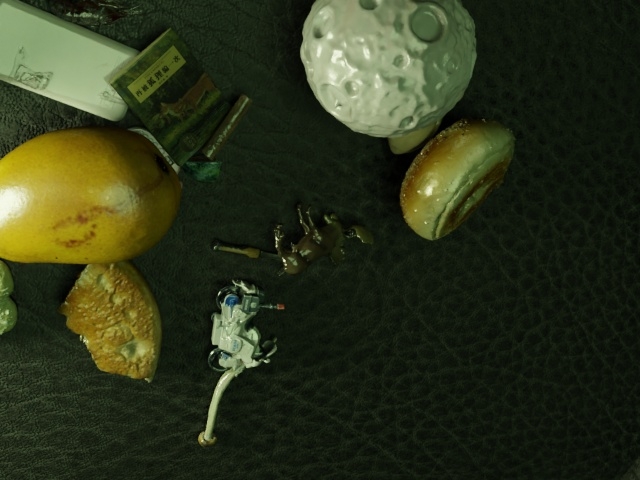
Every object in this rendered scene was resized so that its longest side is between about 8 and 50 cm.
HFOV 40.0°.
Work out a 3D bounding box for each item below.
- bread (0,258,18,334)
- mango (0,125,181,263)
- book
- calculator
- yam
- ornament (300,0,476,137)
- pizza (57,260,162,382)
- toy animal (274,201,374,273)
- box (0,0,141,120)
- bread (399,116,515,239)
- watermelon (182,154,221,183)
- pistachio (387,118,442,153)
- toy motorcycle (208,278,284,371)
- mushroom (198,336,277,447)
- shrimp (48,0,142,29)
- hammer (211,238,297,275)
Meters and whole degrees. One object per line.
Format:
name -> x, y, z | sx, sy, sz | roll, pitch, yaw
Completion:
bread -> -0.682, 0.133, 1.629 | 0.286, 0.056, 0.207 | -18, 126, 10
mango -> -0.446, -0.075, 1.610 | 0.378, 0.221, 0.264 | -14, 118, -6
book -> -0.280, -0.272, 1.689 | 0.160, 0.024, 0.228 | -45, 131, -11
calculator -> -0.337, -0.153, 1.741 | 0.103, 0.024, 0.166 | -41, 121, -5
yam -> -0.186, -0.225, 1.747 | 0.032, 0.032, 0.145 | 36, 87, -33
ornament -> 0.122, -0.358, 1.693 | 0.337, 0.337, 0.337 | -10, 115, -22
pizza -> -0.424, 0.152, 1.802 | 0.182, 0.074, 0.365 | -29, 122, -14
toy animal -> 0.000, 0.000, 1.931 | 0.214, 0.094, 0.186 | -44, 114, -17
box -> -0.468, -0.325, 1.592 | 0.285, 0.044, 0.142 | 19, 100, -31
bread -> 0.294, -0.144, 1.937 | 0.305, 0.159, 0.305 | -40, 158, -20
watermelon -> -0.240, -0.156, 1.781 | 0.085, 0.085, 0.061 | 47, 47, -33
pistachio -> 0.202, -0.272, 1.902 | 0.124, 0.124, 0.185 | 15, 112, -30
toy motorcycle -> -0.164, 0.192, 1.933 | 0.150, 0.102, 0.221 | 4, 110, -14
mushroom -> -0.203, 0.340, 2.015 | 0.068, 0.043, 0.306 | 22, 100, -49
shrimp -> -0.402, -0.414, 1.577 | 0.165, 0.065, 0.056 | -6, 146, -29
hammer -> -0.143, 0.030, 1.916 | 0.201, 0.021, 0.078 | 10, 107, -29
